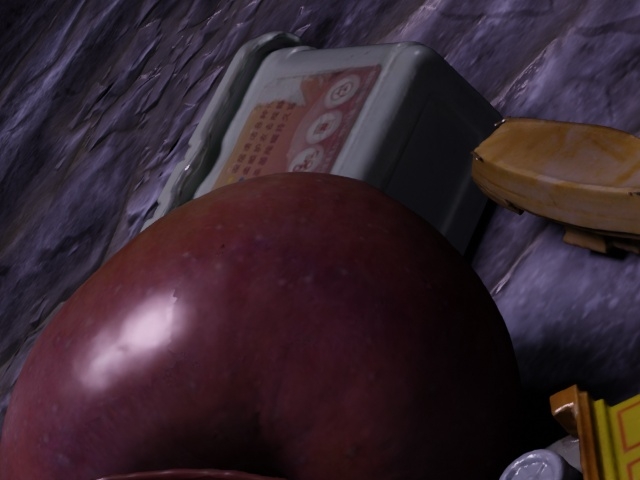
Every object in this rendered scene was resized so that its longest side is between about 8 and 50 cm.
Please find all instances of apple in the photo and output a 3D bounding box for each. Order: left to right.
[{"bbox_3d":[-0.031,0.112,0.946,0.306,0.305,0.235,-49,7,12],"label":"apple"}]

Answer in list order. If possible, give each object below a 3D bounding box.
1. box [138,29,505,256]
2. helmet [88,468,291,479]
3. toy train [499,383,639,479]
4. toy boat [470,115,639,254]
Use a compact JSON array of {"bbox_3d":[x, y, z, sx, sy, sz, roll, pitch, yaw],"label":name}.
[{"bbox_3d":[0.000,0.000,1.194,0.182,0.175,0.312,-3,54,50],"label":"box"},{"bbox_3d":[-0.045,0.301,0.746,0.230,0.337,0.385,48,-125,-74],"label":"helmet"},{"bbox_3d":[0.157,0.144,0.782,0.127,0.089,0.219,-31,30,23],"label":"toy train"},{"bbox_3d":[0.165,-0.026,1.016,0.064,0.072,0.206,-43,31,-15],"label":"toy boat"}]
